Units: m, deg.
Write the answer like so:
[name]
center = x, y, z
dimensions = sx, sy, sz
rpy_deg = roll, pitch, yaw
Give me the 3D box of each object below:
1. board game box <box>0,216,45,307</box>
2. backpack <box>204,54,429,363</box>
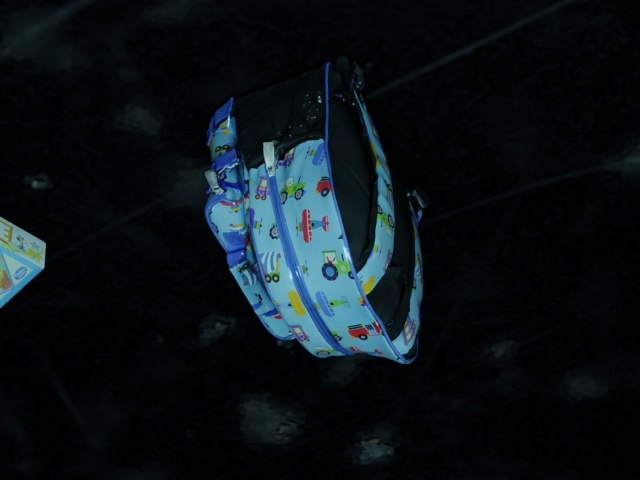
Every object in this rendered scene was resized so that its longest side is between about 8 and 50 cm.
[board game box]
center = -0.273, 0.029, 1.346
dimensions = 0.103, 0.026, 0.154
rpy_deg = 32, 124, -30
[backpack]
center = 0.000, 0.000, 1.237
dimensions = 0.117, 0.173, 0.158
rpy_deg = -18, 133, 12
